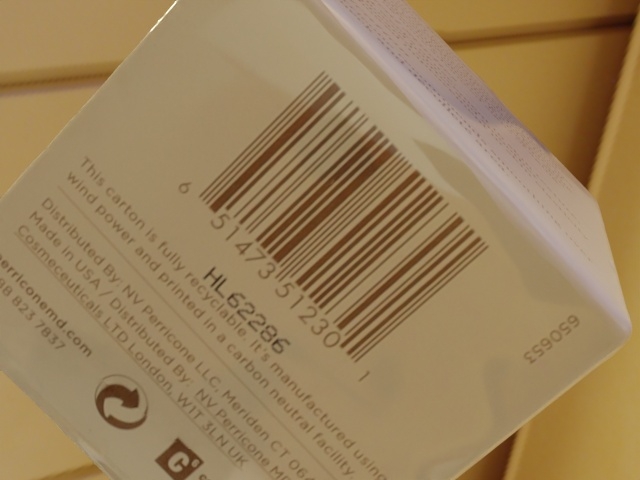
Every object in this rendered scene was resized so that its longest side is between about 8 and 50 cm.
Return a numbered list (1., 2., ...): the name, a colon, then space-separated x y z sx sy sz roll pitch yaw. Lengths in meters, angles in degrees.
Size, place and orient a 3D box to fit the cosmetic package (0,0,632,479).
1. cosmetic package: 0.000 0.000 0.779 0.327 0.329 0.393 -44 0 18
